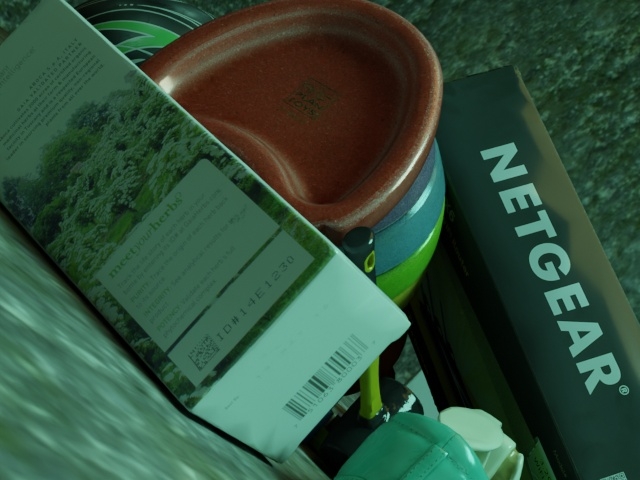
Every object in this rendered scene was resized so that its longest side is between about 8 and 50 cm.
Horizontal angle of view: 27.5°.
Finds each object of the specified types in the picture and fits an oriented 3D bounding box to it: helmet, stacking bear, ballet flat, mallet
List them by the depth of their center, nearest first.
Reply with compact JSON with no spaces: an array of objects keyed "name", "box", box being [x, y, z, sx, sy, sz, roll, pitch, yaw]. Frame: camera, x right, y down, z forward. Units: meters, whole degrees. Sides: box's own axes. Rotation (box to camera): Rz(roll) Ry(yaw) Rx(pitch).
[{"name":"ballet flat","box":[0.067,0.129,0.663,0.083,0.087,0.247,42,-2,16]},{"name":"mallet","box":[0.031,0.057,0.710,0.039,0.062,0.189,28,-41,26]},{"name":"stacking bear","box":[0.000,0.000,0.847,0.175,0.164,0.289,34,-29,26]},{"name":"helmet","box":[-0.122,-0.092,0.909,0.169,0.161,0.169,43,-1,1]}]

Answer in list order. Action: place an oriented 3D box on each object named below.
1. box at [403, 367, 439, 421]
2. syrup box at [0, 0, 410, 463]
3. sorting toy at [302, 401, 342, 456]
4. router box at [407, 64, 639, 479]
[{"name":"box","box":[0.106,0.170,1.177,0.101,0.102,0.087,44,1,8]},{"name":"syrup box","box":[-0.078,-0.011,0.633,0.237,0.093,0.096,42,-1,34]},{"name":"sorting toy","box":[0.000,0.101,0.796,0.102,0.042,0.061,43,-1,0]},{"name":"router box","box":[0.135,0.074,0.907,0.243,0.081,0.309,98,-26,-63]}]
